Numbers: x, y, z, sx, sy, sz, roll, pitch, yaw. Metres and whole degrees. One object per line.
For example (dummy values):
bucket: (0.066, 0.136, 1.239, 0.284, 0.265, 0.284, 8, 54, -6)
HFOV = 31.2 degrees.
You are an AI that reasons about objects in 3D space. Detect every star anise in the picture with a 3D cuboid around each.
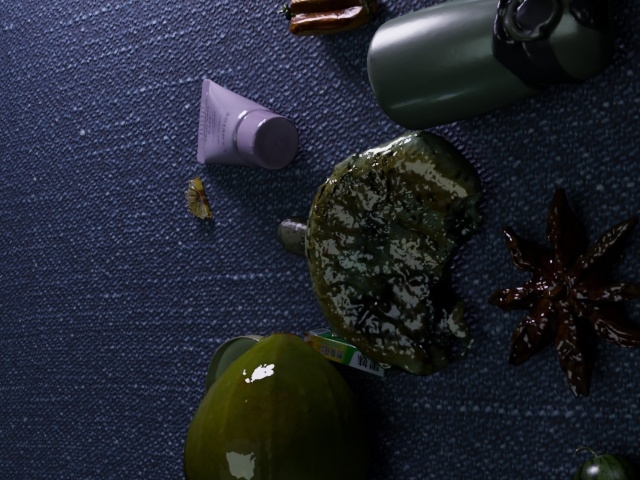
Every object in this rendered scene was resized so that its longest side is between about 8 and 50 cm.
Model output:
star anise: (0.336, 0.070, 1.534, 0.288, 0.088, 0.288, 5, 97, 41)

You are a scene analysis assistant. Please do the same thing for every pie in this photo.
pie: (0.110, 0.015, 1.720, 0.296, 0.078, 0.371, 12, 105, 30)

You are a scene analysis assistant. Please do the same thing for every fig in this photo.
fig: (-0.068, 0.303, 1.815, 0.316, 0.316, 0.316, 5, 98, 43)

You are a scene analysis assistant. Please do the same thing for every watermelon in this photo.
watermelon: (0.380, 0.327, 1.511, 0.109, 0.109, 0.109, 5, 98, 43)

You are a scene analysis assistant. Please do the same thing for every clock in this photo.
clock: (-0.118, 0.284, 2.026, 0.235, 0.029, 0.235, 6, 98, 43)

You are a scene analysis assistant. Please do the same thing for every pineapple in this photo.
pineapple: (-0.227, -0.072, 2.103, 0.045, 0.019, 0.083, -26, 79, 39)

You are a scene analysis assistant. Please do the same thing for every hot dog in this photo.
hot dog: (0.014, -0.361, 1.819, 0.188, 0.055, 0.072, 5, 95, 44)

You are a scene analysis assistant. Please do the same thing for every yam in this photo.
yam: (0.000, 0.000, 1.858, 0.146, 0.069, 0.070, 13, 103, 43)

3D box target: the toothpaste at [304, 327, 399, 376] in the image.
toothpaste: (0.050, 0.179, 1.846, 0.178, 0.043, 0.037, 13, 104, 42)

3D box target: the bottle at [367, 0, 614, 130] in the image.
bottle: (0.236, -0.258, 1.541, 0.347, 0.168, 0.168, -11, 87, 42)

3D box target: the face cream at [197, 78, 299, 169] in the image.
face cream: (-0.143, -0.189, 1.975, 0.274, 0.096, 0.154, 21, 112, 54)
